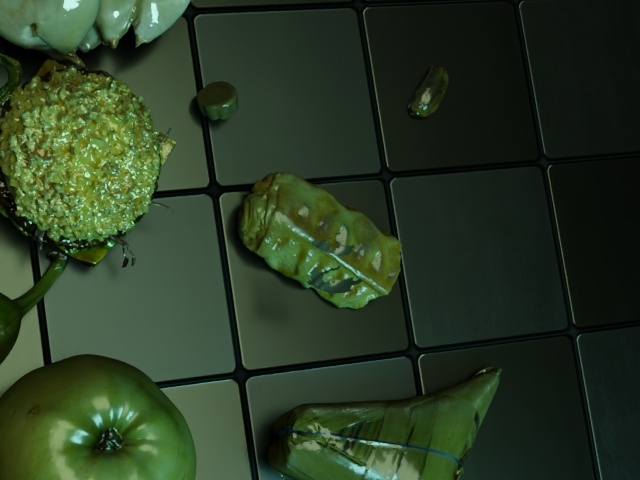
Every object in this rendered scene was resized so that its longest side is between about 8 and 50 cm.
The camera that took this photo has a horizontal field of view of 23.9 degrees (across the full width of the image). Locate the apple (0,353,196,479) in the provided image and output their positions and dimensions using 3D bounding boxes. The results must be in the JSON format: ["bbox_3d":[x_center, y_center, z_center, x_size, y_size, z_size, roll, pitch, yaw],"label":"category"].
[{"bbox_3d":[-0.275,0.256,1.803,0.262,0.262,0.262,4,79,-19],"label":"apple"}]

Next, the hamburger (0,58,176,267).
[{"bbox_3d":[-0.298,-0.095,1.892,0.262,0.139,0.243,33,78,-24],"label":"hamburger"}]

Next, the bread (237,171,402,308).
[{"bbox_3d":[0.000,0.000,2.028,0.232,0.088,0.128,30,79,-17],"label":"bread"}]

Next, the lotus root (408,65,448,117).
[{"bbox_3d":[0.158,-0.210,2.148,0.037,0.030,0.083,33,72,-12],"label":"lotus root"}]

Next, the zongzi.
[{"bbox_3d":[0.090,0.226,2.002,0.260,0.123,0.289,30,62,-9],"label":"zongzi"}]

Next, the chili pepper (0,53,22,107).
[{"bbox_3d":[-0.505,-0.094,1.871,0.359,0.076,0.085,-47,116,-17],"label":"chili pepper"}]

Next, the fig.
[{"bbox_3d":[-0.416,0.098,1.861,0.259,0.151,0.151,-22,87,-49],"label":"fig"}]

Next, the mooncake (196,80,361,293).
[{"bbox_3d":[-0.059,-0.080,1.956,0.150,0.057,0.346,-17,63,4],"label":"mooncake"}]

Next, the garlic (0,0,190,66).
[{"bbox_3d":[-0.312,-0.326,1.938,0.281,0.185,0.203,-19,113,-41],"label":"garlic"}]
